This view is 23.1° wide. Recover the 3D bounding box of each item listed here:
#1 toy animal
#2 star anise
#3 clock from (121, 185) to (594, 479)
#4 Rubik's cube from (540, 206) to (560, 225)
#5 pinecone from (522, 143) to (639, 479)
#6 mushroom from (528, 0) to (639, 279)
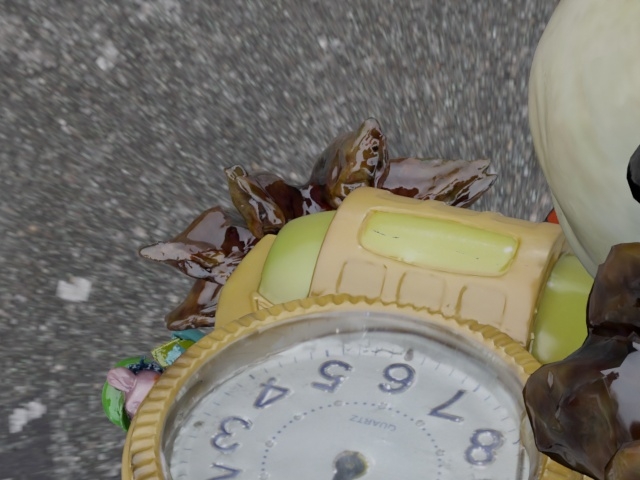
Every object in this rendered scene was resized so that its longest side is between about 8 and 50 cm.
[{"bbox_3d":[-0.120,0.116,1.360,0.100,0.208,0.103,20,72,-17],"label":"toy animal"},{"bbox_3d":[0.001,0.000,1.215,0.288,0.288,0.088,-25,63,4],"label":"star anise"},{"bbox_3d":[0.035,0.123,0.832,0.244,0.317,0.200,9,126,20],"label":"clock"},{"bbox_3d":[0.325,0.018,1.550,0.151,0.154,0.155,-53,39,18],"label":"Rubik's cube"},{"bbox_3d":[0.167,0.041,0.358,0.224,0.224,0.272,26,63,8],"label":"pinecone"},{"bbox_3d":[0.242,-0.120,0.695,0.314,0.314,0.336,2,79,7],"label":"mushroom"}]
